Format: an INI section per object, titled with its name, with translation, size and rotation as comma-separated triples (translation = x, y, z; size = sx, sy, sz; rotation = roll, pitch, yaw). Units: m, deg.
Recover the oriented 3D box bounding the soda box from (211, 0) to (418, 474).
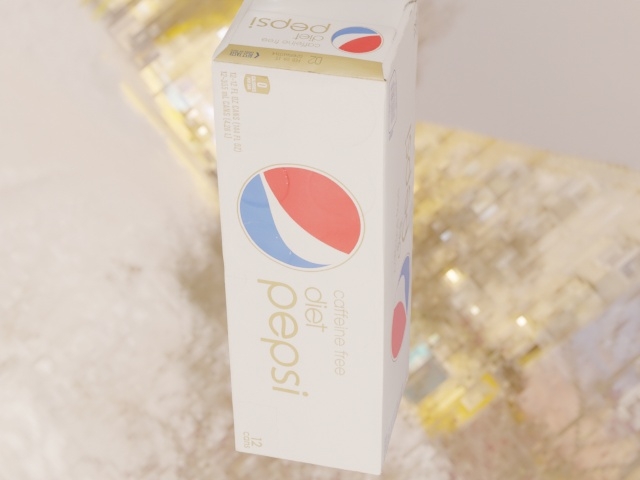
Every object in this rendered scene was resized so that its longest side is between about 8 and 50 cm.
[soda box]
translation = 0.000, 0.000, 0.674
size = 0.069, 0.073, 0.216
rotation = -68, 162, -51
